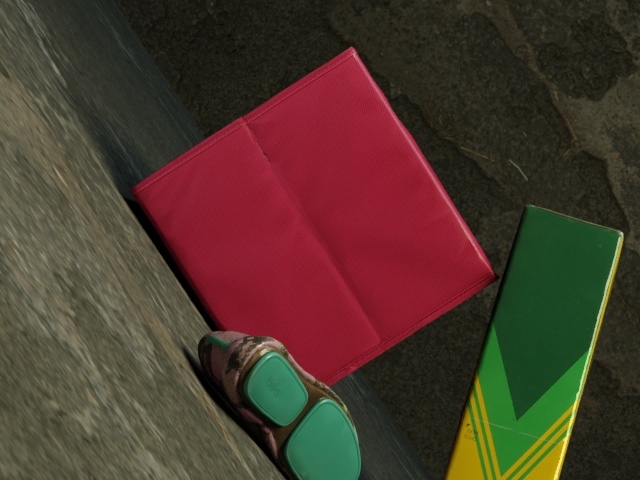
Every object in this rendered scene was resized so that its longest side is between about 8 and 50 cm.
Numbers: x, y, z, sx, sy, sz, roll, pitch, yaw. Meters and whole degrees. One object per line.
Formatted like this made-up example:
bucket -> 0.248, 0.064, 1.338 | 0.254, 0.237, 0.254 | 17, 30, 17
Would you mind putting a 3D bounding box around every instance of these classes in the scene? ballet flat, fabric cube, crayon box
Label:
ballet flat -> -0.034, 0.134, 1.320 | 0.079, 0.077, 0.221 | 32, -14, 39
fabric cube -> 0.000, 0.000, 1.605 | 0.258, 0.259, 0.254 | 58, 1, 4
crayon box -> 0.191, 0.185, 1.582 | 0.106, 0.313, 0.363 | 17, -22, 10
